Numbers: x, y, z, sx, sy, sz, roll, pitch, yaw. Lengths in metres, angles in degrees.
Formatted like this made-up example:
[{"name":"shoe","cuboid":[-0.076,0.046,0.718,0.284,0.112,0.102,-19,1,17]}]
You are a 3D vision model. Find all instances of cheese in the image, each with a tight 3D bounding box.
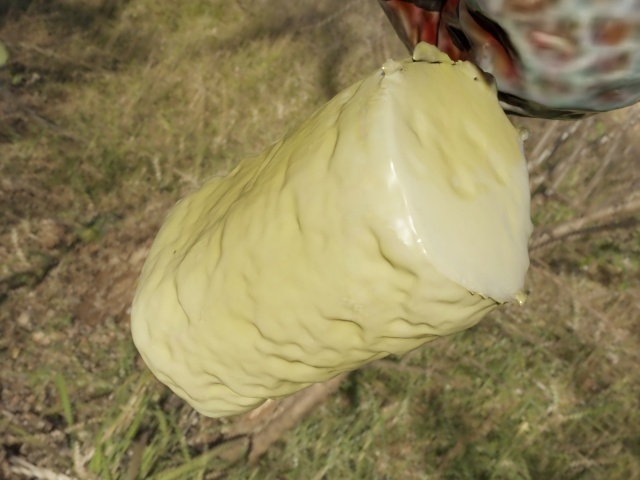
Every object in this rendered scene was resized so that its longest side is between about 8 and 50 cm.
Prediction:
[{"name":"cheese","cuboid":[0.000,0.000,0.410,0.094,0.167,0.123,31,49,-34]}]

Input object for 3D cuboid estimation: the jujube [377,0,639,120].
[{"name":"jujube","cuboid":[0.166,-0.186,0.457,0.226,0.317,0.226,55,-15,23]}]
